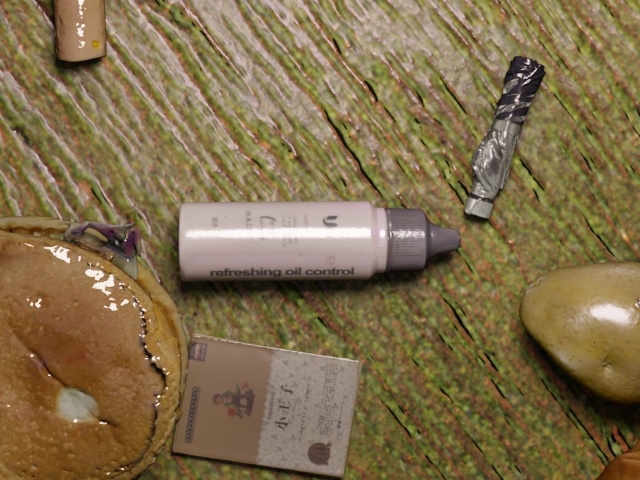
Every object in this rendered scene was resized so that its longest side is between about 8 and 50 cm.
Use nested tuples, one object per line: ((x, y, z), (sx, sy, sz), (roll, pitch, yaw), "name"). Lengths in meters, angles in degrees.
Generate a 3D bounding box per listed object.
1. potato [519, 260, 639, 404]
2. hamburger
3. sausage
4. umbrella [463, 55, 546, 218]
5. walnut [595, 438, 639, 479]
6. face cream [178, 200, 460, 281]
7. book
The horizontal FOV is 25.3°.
((0.318, 0.092, 1.580), (0.194, 0.157, 0.157), (20, 91, 9), "potato")
((-0.279, 0.132, 1.514), (0.276, 0.195, 0.318), (-4, 95, -6), "hamburger")
((-0.273, -0.345, 1.560), (0.065, 0.066, 0.301), (-7, 93, -3), "sausage")
((0.201, -0.117, 1.606), (0.050, 0.046, 0.188), (19, 96, -11), "umbrella")
((0.441, 0.372, 1.507), (0.398, 0.308, 0.354), (51, 52, -6), "walnut")
((0.000, 0.000, 1.576), (0.311, 0.092, 0.092), (-1, 92, -4), "face cream")
((-0.059, 0.188, 1.615), (0.198, 0.016, 0.138), (10, 91, -3), "book")
